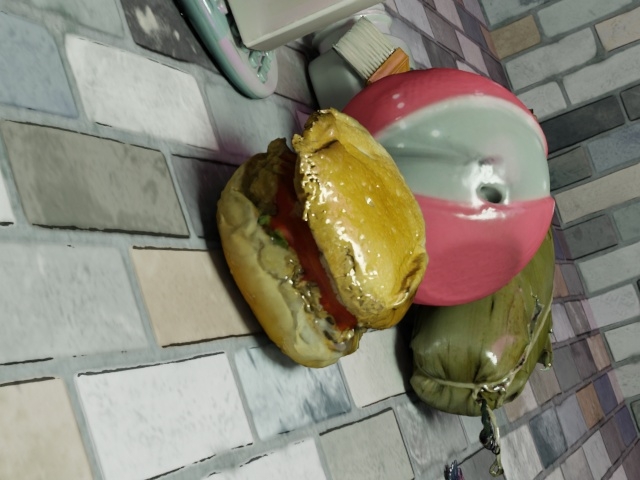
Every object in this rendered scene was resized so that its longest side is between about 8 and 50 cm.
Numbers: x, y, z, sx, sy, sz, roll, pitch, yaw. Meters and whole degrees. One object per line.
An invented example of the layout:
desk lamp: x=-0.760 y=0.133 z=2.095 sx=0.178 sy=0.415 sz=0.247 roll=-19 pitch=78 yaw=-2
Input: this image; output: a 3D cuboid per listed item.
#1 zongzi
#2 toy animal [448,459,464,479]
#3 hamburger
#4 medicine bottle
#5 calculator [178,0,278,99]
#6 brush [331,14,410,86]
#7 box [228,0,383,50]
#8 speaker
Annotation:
zongzi: x=0.218 y=0.048 z=1.548 sx=0.447 sy=0.181 sz=0.418 roll=-33 pitch=129 yaw=-70
toy animal: x=0.205 y=0.387 z=1.486 sx=0.108 sy=0.062 sz=0.220 roll=64 pitch=7 yaw=-79
hamburger: x=0.000 y=0.000 z=1.179 sx=0.244 sy=0.163 sz=0.244 roll=43 pitch=33 yaw=-37
medicine bottle: x=0.079 y=-0.178 z=1.615 sx=0.179 sy=0.124 sz=0.324 roll=0 pitch=67 yaw=-49
calculator: x=-0.125 y=-0.295 z=1.327 sx=0.299 sy=0.041 sz=0.185 roll=60 pitch=21 yaw=-29
brush: x=0.146 y=-0.169 z=1.560 sx=0.314 sy=0.017 sz=0.090 roll=45 pitch=56 yaw=-6
box: x=-0.025 y=-0.362 z=1.286 sx=0.252 sy=0.203 sz=0.106 roll=69 pitch=17 yaw=1
speaker: x=0.142 y=-0.074 z=1.424 sx=0.294 sy=0.294 sz=0.294 roll=53 pitch=24 yaw=-37
